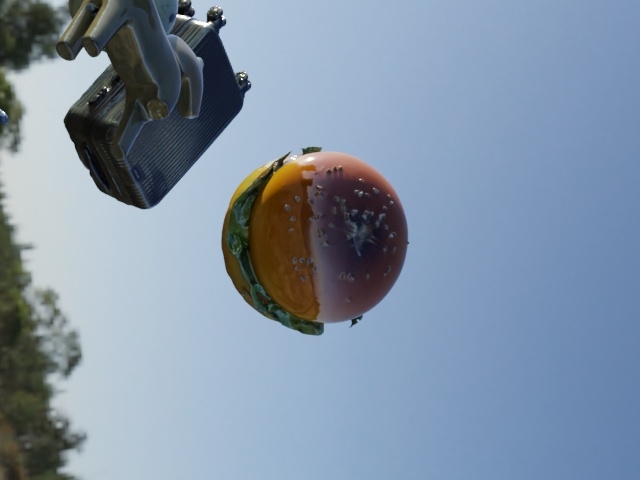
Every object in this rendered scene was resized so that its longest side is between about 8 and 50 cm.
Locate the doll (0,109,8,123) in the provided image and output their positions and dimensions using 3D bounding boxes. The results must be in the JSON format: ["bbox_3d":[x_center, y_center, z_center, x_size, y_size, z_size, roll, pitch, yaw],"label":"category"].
[{"bbox_3d":[-0.507,-0.156,1.665,0.110,0.206,0.067,-102,-171,-52],"label":"doll"}]

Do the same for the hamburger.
[{"bbox_3d":[0.001,0.000,1.631,0.170,0.246,0.246,-3,-86,56],"label":"hamburger"}]

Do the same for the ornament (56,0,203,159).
[{"bbox_3d":[-0.202,-0.205,1.492,0.245,0.061,0.230,-73,149,-47],"label":"ornament"}]

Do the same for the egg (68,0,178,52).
[{"bbox_3d":[-0.247,-0.288,1.573,0.164,0.131,0.131,-23,111,-62],"label":"egg"}]

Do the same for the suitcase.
[{"bbox_3d":[-0.248,-0.213,2.016,0.128,0.312,0.202,22,-30,31],"label":"suitcase"}]
